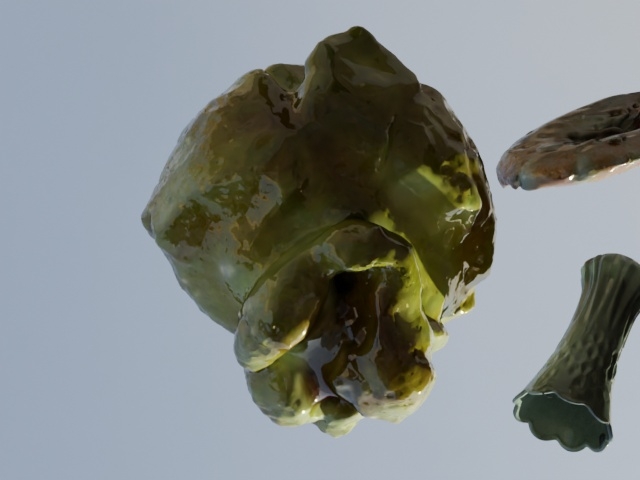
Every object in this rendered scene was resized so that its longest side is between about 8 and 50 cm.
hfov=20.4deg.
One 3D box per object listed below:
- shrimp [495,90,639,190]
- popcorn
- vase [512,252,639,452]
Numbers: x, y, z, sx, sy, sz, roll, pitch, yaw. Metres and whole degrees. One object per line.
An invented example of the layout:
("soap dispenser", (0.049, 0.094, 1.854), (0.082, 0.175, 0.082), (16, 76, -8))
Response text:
("shrimp", (0.305, -0.103, 1.732), (0.317, 0.164, 0.062), (-22, -70, -38))
("popcorn", (0.000, 0.001, 1.294), (0.276, 0.225, 0.276), (4, -124, -6))
("vase", (0.209, 0.081, 1.364), (0.081, 0.081, 0.148), (35, -121, -12))
